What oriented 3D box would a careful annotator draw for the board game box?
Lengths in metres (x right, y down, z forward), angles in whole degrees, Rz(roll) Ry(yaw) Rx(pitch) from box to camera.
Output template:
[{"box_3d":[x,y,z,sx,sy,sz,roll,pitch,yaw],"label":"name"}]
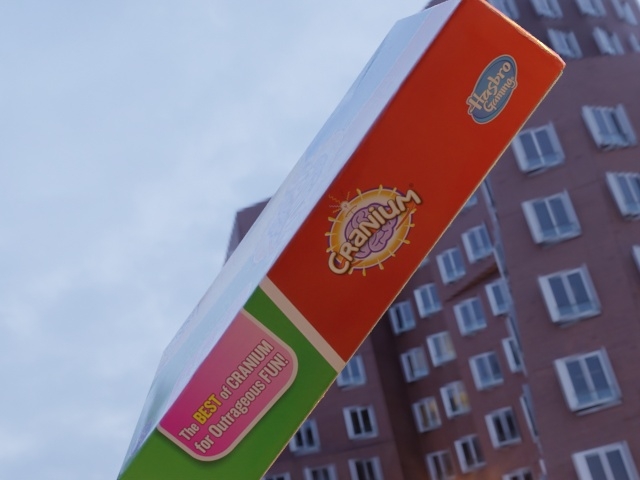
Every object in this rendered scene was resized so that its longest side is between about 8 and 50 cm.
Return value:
[{"box_3d":[0.000,0.000,0.574,0.064,0.242,0.316,35,-84,-9],"label":"board game box"}]
